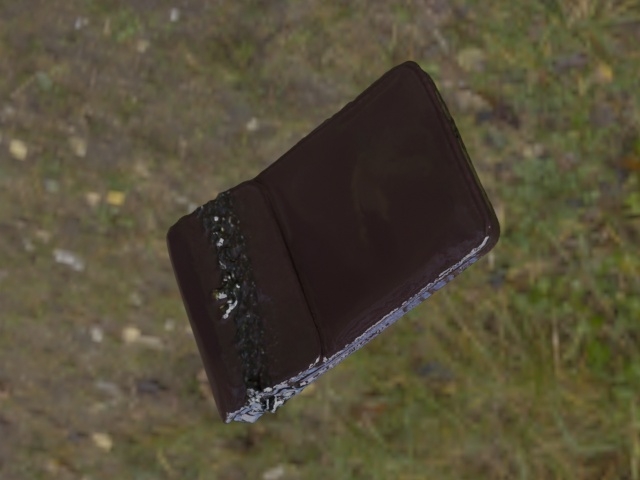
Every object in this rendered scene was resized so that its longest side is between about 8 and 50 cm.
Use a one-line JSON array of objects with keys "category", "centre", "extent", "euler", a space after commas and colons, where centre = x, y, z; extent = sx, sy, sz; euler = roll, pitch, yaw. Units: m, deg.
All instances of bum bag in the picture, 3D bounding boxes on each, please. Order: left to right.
[{"category": "bum bag", "centre": [0.000, 0.000, 0.734], "extent": [0.159, 0.109, 0.026], "euler": [-38, 145, 24]}]
